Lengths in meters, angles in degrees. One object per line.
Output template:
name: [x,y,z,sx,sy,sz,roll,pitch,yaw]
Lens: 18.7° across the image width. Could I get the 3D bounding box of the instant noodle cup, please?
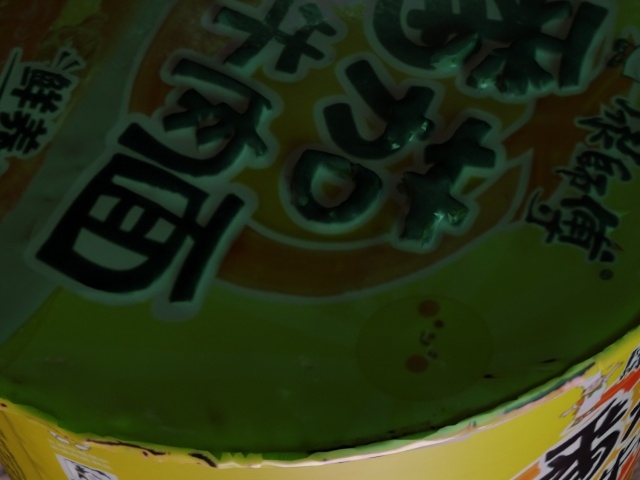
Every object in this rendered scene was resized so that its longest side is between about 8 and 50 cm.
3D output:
instant noodle cup: [0.000,0.000,0.568,0.264,0.264,0.200,-29,146,-16]
